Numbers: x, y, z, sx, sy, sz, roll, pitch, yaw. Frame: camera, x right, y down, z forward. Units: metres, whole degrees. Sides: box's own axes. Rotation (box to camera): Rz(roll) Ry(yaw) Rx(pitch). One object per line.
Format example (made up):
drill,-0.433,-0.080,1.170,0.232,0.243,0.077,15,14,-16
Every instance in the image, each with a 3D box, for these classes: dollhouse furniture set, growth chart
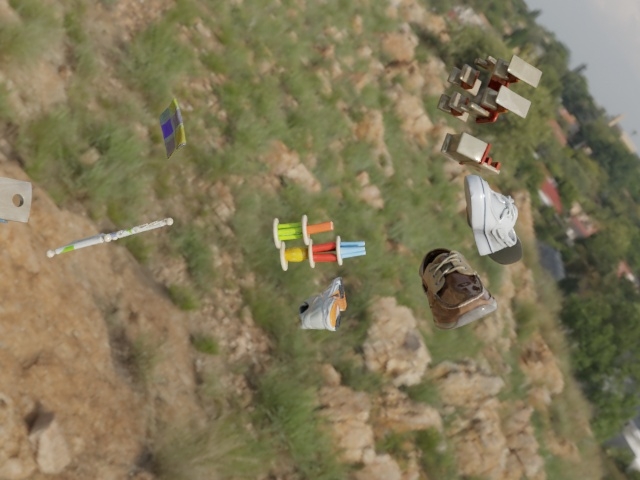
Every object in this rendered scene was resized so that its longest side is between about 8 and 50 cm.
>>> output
dollhouse furniture set,0.399,-0.302,2.095,0.135,0.259,0.262,23,-5,-23
dollhouse furniture set,-0.542,-0.006,1.347,0.129,0.129,0.183,11,80,-53
growth chart,-0.419,-0.011,1.784,0.237,0.172,0.021,-23,99,-66

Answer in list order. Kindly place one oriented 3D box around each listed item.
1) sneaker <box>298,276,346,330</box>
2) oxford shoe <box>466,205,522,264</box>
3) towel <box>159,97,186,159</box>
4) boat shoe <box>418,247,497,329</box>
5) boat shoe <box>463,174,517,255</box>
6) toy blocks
sneaker,0.002,0.176,2.483,0.262,0.121,0.099,-59,142,-70
oxford shoe,0.374,-0.025,1.868,0.212,0.076,0.076,49,26,-40
towel,-0.233,-0.175,1.376,0.009,0.060,0.083,0,71,-37
boat shoe,0.245,0.084,1.668,0.324,0.123,0.116,-124,-171,-81
boat shoe,0.308,-0.051,1.560,0.258,0.084,0.095,51,30,-67
toy blocks,0.000,0.000,1.509,0.123,0.148,0.054,78,7,-54
